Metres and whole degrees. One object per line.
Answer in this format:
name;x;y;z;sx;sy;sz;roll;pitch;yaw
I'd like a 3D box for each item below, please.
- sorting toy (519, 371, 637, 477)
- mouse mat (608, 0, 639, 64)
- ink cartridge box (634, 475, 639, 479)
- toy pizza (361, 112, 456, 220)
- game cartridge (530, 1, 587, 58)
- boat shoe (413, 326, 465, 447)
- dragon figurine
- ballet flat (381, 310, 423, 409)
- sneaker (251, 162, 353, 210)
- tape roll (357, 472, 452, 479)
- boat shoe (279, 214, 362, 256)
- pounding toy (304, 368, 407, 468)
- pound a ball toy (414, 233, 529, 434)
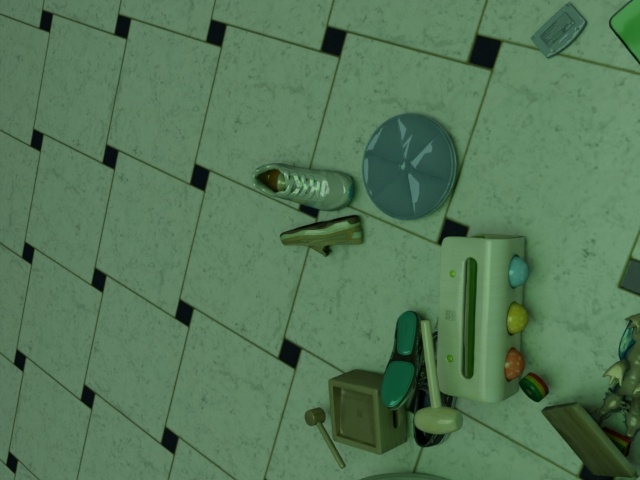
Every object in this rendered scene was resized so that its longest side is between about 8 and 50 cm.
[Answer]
sorting toy;0.440;0.314;1.169;0.046;0.132;0.275;-36;81;-14
mouse mat;0.552;-0.317;1.117;0.152;0.007;0.190;-40;69;31
ink cartridge box;0.515;0.451;1.022;0.171;0.232;0.168;-56;30;25
toy pizza;0.168;-0.139;1.391;0.201;0.032;0.202;2;93;35
game cartridge;0.397;-0.346;1.221;0.083;0.017;0.056;-43;65;30
boat shoe;0.208;0.274;1.360;0.080;0.076;0.229;15;102;34
dragon figurine;0.502;0.167;1.128;0.085;0.144;0.289;22;91;26
ballet flat;0.162;0.227;1.370;0.070;0.070;0.189;6;72;36
sneaker;-0.037;-0.109;1.505;0.228;0.092;0.088;10;97;34
tape roll;0.165;0.506;1.278;0.286;0.286;0.100;7;98;35
boat shoe;0.000;0.000;1.505;0.189;0.068;0.072;-10;99;36
pounding toy;0.069;0.355;1.463;0.206;0.094;0.181;2;99;45
pound a ball toy;0.265;0.153;1.230;0.135;0.208;0.320;4;94;36
